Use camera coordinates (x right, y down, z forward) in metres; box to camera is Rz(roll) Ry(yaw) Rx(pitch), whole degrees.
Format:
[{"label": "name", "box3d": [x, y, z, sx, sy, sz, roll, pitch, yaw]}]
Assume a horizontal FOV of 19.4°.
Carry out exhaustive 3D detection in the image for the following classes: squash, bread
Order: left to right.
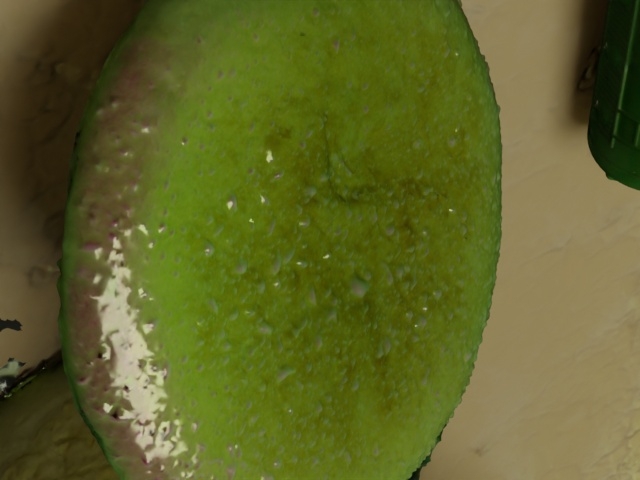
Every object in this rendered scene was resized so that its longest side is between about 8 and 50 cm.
[{"label": "squash", "box3d": [-0.129, 0.180, 0.958, 0.137, 0.137, 0.287, -20, 148, -26]}, {"label": "bread", "box3d": [-0.001, 0.006, 0.844, 0.301, 0.045, 0.301, -13, 107, -48]}]

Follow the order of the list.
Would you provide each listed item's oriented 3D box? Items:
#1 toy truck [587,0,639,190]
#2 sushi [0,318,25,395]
[{"label": "toy truck", "box3d": [0.206, -0.134, 0.955, 0.125, 0.101, 0.242, -12, 136, -16]}, {"label": "sushi", "box3d": [-0.292, 0.104, 0.785, 0.264, 0.050, 0.290, 15, 117, -24]}]
